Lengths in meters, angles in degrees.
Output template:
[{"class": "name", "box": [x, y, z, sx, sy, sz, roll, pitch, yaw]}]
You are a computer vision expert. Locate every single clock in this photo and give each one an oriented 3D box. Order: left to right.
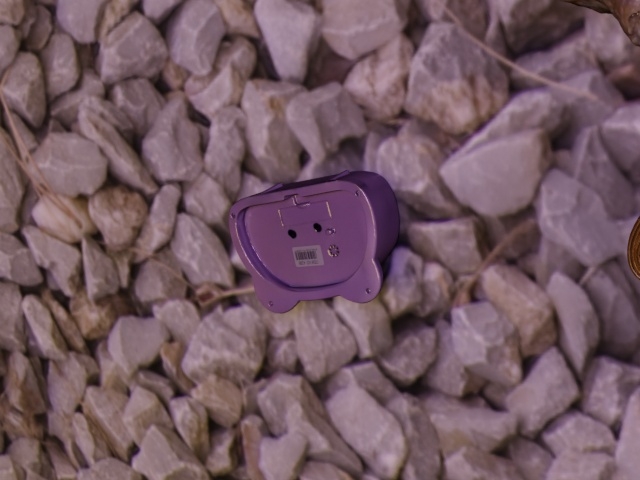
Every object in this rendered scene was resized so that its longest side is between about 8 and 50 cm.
[{"class": "clock", "box": [0.000, 0.000, 1.248, 0.152, 0.050, 0.110, -9, 100, 36]}]

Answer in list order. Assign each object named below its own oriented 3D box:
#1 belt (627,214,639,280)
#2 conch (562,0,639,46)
[{"class": "belt", "box": [0.266, -0.003, 1.077, 0.059, 0.036, 0.083, 37, 124, 17]}, {"class": "conch", "box": [0.242, -0.254, 0.918, 0.352, 0.210, 0.297, 40, 135, -12]}]
